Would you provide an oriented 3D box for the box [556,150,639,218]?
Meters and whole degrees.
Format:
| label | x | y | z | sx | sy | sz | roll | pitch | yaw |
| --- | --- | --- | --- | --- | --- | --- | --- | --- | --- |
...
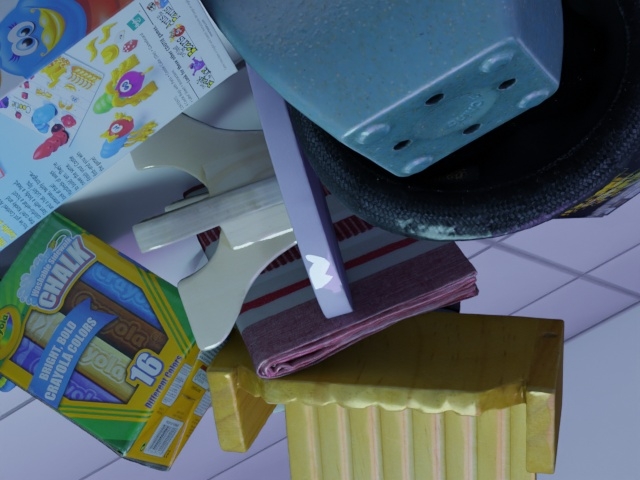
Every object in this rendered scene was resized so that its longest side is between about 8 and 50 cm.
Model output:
| label | x | y | z | sx | sy | sz | roll | pitch | yaw |
| --- | --- | --- | --- | --- | --- | --- | --- | --- | --- |
| box | 0.423 | -0.161 | 1.855 | 0.395 | 0.097 | 0.318 | -38 | 160 | 35 |

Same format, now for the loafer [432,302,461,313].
| label | x | y | z | sx | sy | sz | roll | pitch | yaw |
| --- | --- | --- | --- | --- | --- | --- | --- | --- | --- |
| loafer | 0.078 | 0.037 | 1.620 | 0.109 | 0.095 | 0.302 | 2 | 167 | 32 |

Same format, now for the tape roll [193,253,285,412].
| label | x | y | z | sx | sy | sz | roll | pitch | yaw |
| --- | --- | --- | --- | --- | --- | --- | --- | --- | --- |
| tape roll | -0.022 | 0.091 | 1.769 | 0.246 | 0.246 | 0.169 | -37 | 157 | 34 |

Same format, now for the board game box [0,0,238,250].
| label | x | y | z | sx | sy | sz | roll | pitch | yaw |
| --- | --- | --- | --- | --- | --- | --- | --- | --- | --- |
| board game box | -0.224 | -0.117 | 1.002 | 0.275 | 0.142 | 0.144 | -38 | 153 | -4 |

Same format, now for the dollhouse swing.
| label | x | y | z | sx | sy | sz | roll | pitch | yaw |
| --- | --- | --- | --- | --- | --- | --- | --- | --- | --- |
| dollhouse swing | 0.081 | 0.242 | 1.517 | 0.346 | 0.305 | 0.315 | 3 | -164 | 11 |

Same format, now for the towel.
| label | x | y | z | sx | sy | sz | roll | pitch | yaw |
| --- | --- | --- | --- | --- | --- | --- | --- | --- | --- |
| towel | 0.000 | 0.000 | 1.477 | 0.237 | 0.329 | 0.037 | -21 | 128 | -6 |

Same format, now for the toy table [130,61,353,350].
| label | x | y | z | sx | sy | sz | roll | pitch | yaw |
| --- | --- | --- | --- | --- | --- | --- | --- | --- | --- |
| toy table | -0.082 | -0.042 | 1.330 | 0.161 | 0.274 | 0.252 | -17 | 174 | 4 |

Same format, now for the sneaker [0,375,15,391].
| label | x | y | z | sx | sy | sz | roll | pitch | yaw |
| --- | --- | --- | --- | --- | --- | --- | --- | --- | --- |
| sneaker | -0.359 | 0.123 | 1.754 | 0.078 | 0.067 | 0.188 | -35 | 173 | -47 |

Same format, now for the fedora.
| label | x | y | z | sx | sy | sz | roll | pitch | yaw |
| --- | --- | --- | --- | --- | --- | --- | --- | --- | --- |
| fedora | 0.141 | -0.143 | 1.269 | 0.334 | 0.334 | 0.152 | -25 | 169 | 3 |

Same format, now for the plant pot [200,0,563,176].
| label | x | y | z | sx | sy | sz | roll | pitch | yaw |
| --- | --- | --- | --- | --- | --- | --- | --- | --- | --- |
| plant pot | 0.053 | -0.198 | 1.065 | 0.248 | 0.252 | 0.247 | -30 | 160 | 16 |

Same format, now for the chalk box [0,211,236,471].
| label | x | y | z | sx | sy | sz | roll | pitch | yaw |
| --- | --- | --- | --- | --- | --- | --- | --- | --- | --- |
| chalk box | -0.255 | 0.096 | 1.533 | 0.179 | 0.289 | 0.180 | -56 | 164 | -6 |
